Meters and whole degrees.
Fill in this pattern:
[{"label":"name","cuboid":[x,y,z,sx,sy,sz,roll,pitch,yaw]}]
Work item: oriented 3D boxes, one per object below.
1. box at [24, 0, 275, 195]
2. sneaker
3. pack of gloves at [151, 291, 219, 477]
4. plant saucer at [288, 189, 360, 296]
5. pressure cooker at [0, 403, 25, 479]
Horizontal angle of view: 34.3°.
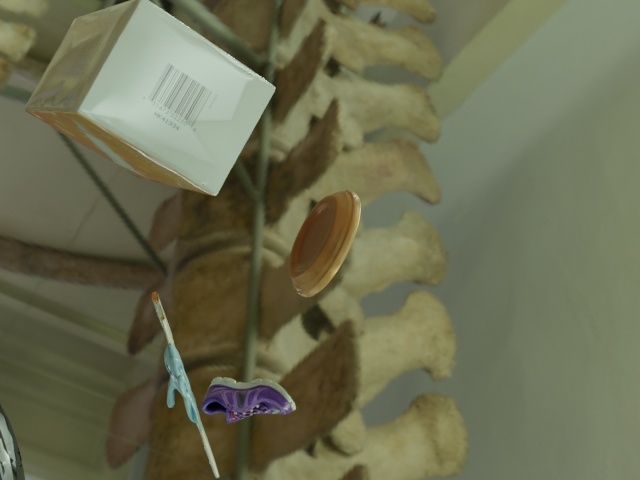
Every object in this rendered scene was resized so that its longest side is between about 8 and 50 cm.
[{"label":"box","cuboid":[-0.249,-0.196,1.441,0.168,0.215,0.345,-62,-154,-6]},{"label":"sneaker","cuboid":[-0.117,0.268,1.672,0.170,0.068,0.071,-3,-141,32]},{"label":"pack of gloves","cuboid":[-0.222,0.225,1.580,0.046,0.232,0.195,-19,-147,-7]},{"label":"plant saucer","cuboid":[0.000,0.000,1.774,0.200,0.037,0.200,-51,-158,30]},{"label":"pressure cooker","cuboid":[-0.446,0.224,0.820,0.370,0.375,0.420,-28,174,11]}]
